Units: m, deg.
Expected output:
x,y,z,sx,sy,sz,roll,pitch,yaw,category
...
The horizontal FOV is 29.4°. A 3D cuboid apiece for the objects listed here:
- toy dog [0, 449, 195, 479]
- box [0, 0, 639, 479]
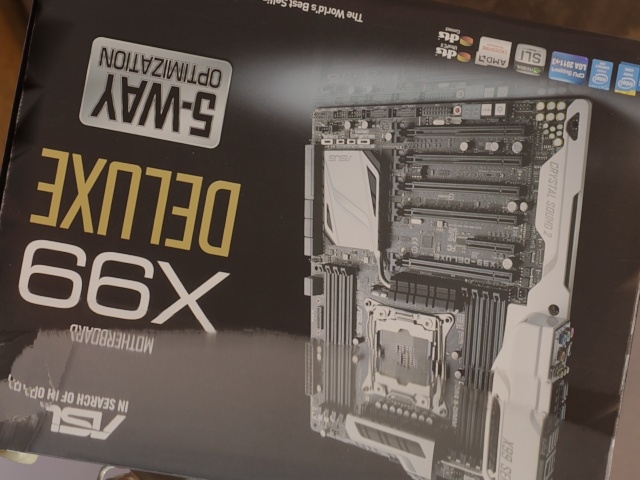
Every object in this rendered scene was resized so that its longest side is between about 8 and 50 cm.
x,y,z,sx,sy,sz,roll,pitch,yaw,category
-0.255,0.230,1.456,0.220,0.333,0.161,-49,157,8,toy dog
0.000,0.000,0.599,0.307,0.242,0.076,11,178,-6,box
